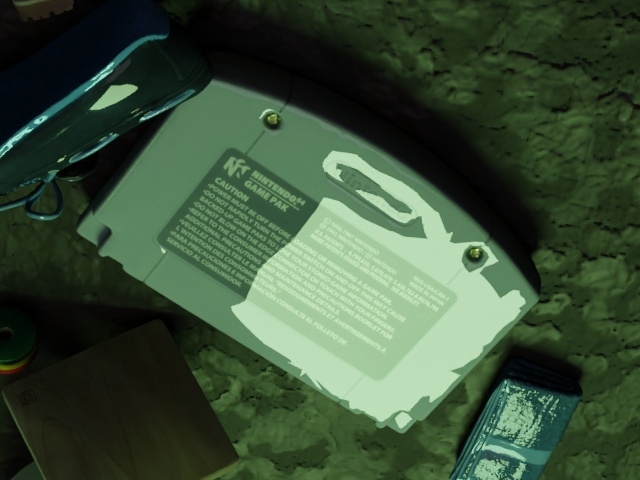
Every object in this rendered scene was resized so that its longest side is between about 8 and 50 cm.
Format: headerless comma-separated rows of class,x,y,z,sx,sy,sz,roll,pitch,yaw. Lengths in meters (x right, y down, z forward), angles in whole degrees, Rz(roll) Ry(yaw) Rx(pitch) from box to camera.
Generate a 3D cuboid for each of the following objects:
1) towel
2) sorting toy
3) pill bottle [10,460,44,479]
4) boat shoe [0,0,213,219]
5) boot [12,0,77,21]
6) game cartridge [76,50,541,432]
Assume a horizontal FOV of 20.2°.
towel,0.151,0.149,1.379,0.067,0.029,0.119,18,121,-8
sorting toy,-0.144,0.152,1.325,0.132,0.274,0.046,-24,154,-17
pill bottle,-0.168,0.313,1.427,0.160,0.160,0.283,-1,121,5
boat shoe,-0.183,-0.067,1.218,0.258,0.109,0.089,-22,140,35
boot,-0.143,-0.205,1.172,0.158,0.059,0.084,-15,114,15
game cartridge,0.000,0.000,1.287,0.297,0.062,0.198,33,114,-15
